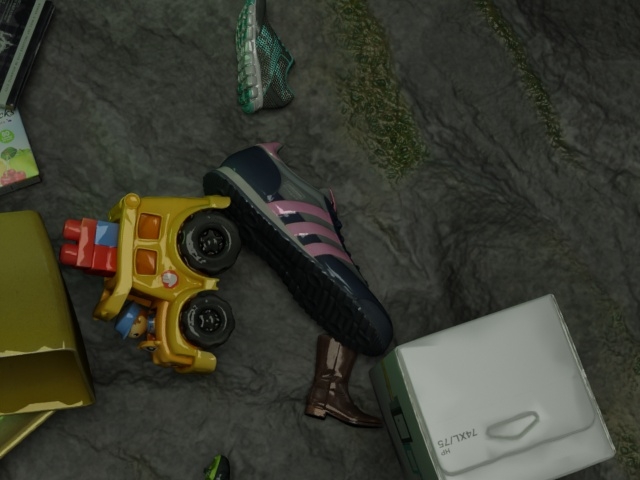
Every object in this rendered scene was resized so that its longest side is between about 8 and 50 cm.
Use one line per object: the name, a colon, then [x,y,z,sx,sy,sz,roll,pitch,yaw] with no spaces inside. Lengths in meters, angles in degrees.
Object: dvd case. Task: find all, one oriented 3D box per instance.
dvd case: [-0.478,-0.265,1.666,0.221,0.018,0.164,13,68,4]

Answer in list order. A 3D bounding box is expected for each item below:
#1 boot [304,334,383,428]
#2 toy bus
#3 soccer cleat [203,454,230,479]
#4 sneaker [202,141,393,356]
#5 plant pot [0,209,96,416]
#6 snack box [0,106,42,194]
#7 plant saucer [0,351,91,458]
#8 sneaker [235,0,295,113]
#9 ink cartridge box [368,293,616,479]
boot: [0.039,0.178,1.633,0.106,0.037,0.114,14,74,-4]
toy bus: [-0.215,0.048,1.554,0.211,0.149,0.220,6,80,-21]
soccer cleat: [-0.124,0.356,1.576,0.072,0.060,0.179,10,85,-12]
sneaker: [0.000,0.000,1.623,0.319,0.112,0.131,48,57,5]
plant pot: [-0.381,0.083,1.461,0.212,0.212,0.187,-7,67,-6]
snack box: [-0.431,-0.129,1.653,0.100,0.037,0.141,-18,80,-9]
plant saucer: [-0.506,0.155,1.571,0.333,0.081,0.333,-41,85,-11]
sneaker: [-0.071,-0.248,1.702,0.076,0.065,0.166,1,82,-21]
ink cartridge box: [0.192,0.202,1.517,0.198,0.270,0.197,-18,81,-8]
